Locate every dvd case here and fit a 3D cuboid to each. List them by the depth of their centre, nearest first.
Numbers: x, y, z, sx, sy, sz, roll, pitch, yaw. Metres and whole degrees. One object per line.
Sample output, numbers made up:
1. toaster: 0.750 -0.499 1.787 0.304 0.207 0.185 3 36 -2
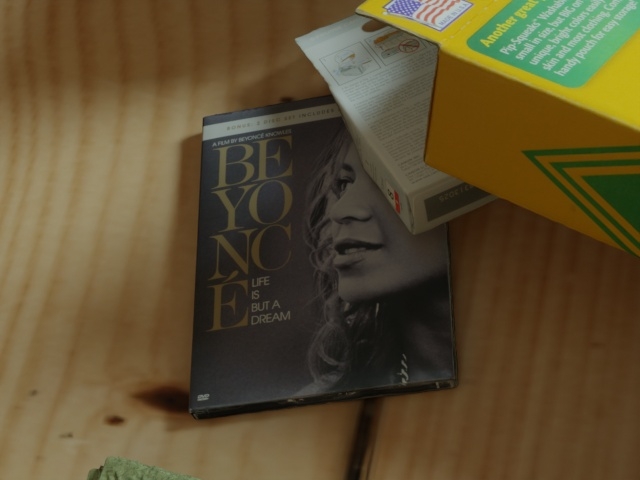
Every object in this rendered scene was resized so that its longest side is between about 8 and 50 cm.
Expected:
1. dvd case: 0.000 0.000 0.893 0.164 0.018 0.221 -9 57 13

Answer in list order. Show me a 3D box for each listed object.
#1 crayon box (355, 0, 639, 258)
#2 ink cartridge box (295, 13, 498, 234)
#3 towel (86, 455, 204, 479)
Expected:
1. crayon box: 0.203 -0.079 0.770 0.323 0.083 0.203 26 45 23
2. ink cartridge box: 0.082 -0.095 0.903 0.145 0.045 0.179 -24 43 -9
3. towel: -0.085 0.185 0.804 0.148 0.027 0.110 8 62 24
